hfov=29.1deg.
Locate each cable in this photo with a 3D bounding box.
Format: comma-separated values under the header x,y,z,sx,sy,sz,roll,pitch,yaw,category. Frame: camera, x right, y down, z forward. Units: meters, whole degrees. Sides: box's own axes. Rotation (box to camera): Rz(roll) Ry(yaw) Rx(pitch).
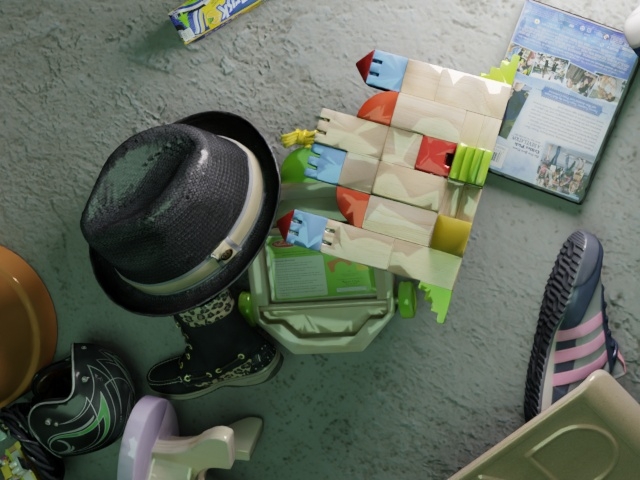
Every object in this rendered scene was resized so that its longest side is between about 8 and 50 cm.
x,y,z,sx,sy,sz,roll,pitch,yaw,category
-0.458,0.327,1.964,0.047,0.184,0.150,-26,85,-7,cable

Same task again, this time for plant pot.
x,y,z,sx,sy,sz,roll,pitch,yaw,category
-0.588,0.157,1.936,0.291,0.203,0.290,2,103,11,plant pot

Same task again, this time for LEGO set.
x,y,z,sx,sy,sz,roll,pitch,yaw,category
-0.493,0.421,1.964,0.107,0.132,0.287,-34,53,4,LEGO set

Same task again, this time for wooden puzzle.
x,y,z,sx,sy,sz,roll,pitch,yaw,category
0.362,0.378,1.802,0.348,0.080,0.322,-41,112,13,wooden puzzle

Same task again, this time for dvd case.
x,y,z,sx,sy,sz,roll,pitch,yaw,category
0.333,-0.195,1.754,0.180,0.022,0.253,21,107,5,dvd case

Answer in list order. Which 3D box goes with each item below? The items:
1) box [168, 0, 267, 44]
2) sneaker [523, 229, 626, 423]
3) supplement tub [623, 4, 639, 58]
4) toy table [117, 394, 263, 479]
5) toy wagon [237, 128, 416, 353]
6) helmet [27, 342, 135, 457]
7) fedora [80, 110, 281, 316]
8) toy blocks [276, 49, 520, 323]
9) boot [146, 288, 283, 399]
x,y,z,sx,sy,sz,roll,pitch,yaw,category
-0.134,-0.349,1.792,0.169,0.059,0.054,-26,96,16,box
0.386,0.139,1.791,0.131,0.112,0.318,7,111,-5,sneaker
0.575,-0.221,1.585,0.235,0.235,0.325,-38,93,17,supplement tub
-0.203,0.362,1.901,0.161,0.252,0.274,12,147,13,toy table
0.000,0.000,1.847,0.267,0.068,0.344,-4,102,12,toy wagon
-0.370,0.247,1.937,0.162,0.169,0.169,-32,96,4,helmet
-0.228,-0.060,1.769,0.334,0.152,0.333,-10,66,24,fedora
0.099,-0.106,1.712,0.261,0.191,0.381,16,93,6,toy blocks
-0.194,0.150,1.870,0.237,0.085,0.178,-12,128,27,boot
